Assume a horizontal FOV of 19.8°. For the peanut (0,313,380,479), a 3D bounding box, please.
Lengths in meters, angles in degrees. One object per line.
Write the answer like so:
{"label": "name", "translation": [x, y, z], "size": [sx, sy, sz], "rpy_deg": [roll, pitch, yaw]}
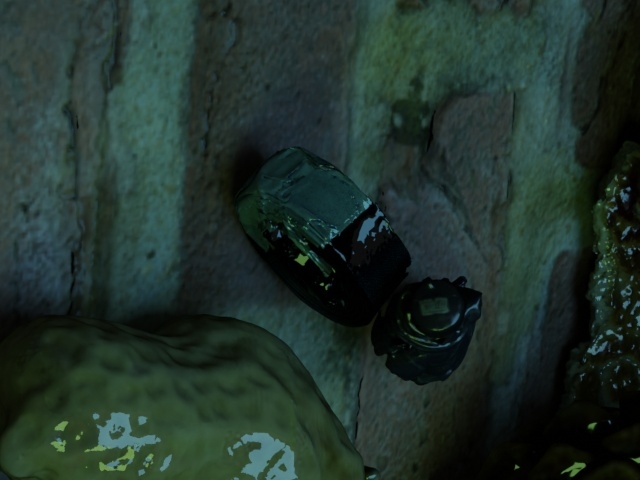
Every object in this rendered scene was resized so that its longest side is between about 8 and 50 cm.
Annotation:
{"label": "peanut", "translation": [-0.090, 0.119, 1.184], "size": [0.291, 0.159, 0.143], "rpy_deg": [22, 133, -39]}

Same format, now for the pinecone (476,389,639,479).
{"label": "pinecone", "translation": [0.273, 0.321, 1.440], "size": [0.398, 0.398, 0.397], "rpy_deg": [-16, 115, -40]}

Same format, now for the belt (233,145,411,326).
{"label": "belt", "translation": [0.000, 0.000, 1.248], "size": [0.058, 0.105, 0.140], "rpy_deg": [-49, 117, -23]}

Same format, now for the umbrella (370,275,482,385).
{"label": "umbrella", "translation": [0.074, 0.060, 1.306], "size": [0.224, 0.071, 0.080], "rpy_deg": [75, 36, -82]}

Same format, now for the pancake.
{"label": "pancake", "translation": [0.259, 0.067, 1.577], "size": [0.244, 0.057, 0.266], "rpy_deg": [-52, 129, -7]}
